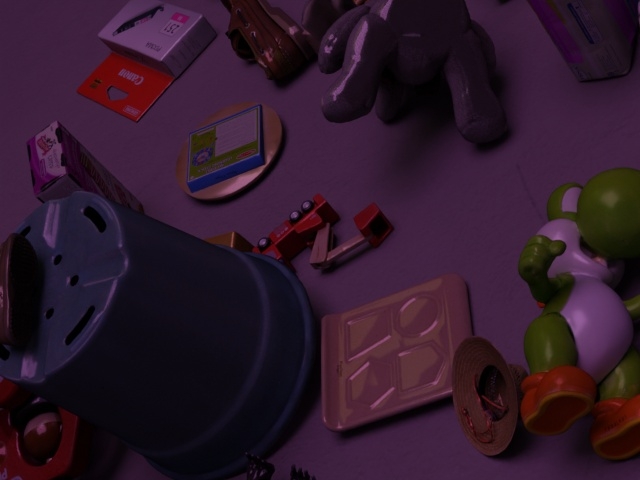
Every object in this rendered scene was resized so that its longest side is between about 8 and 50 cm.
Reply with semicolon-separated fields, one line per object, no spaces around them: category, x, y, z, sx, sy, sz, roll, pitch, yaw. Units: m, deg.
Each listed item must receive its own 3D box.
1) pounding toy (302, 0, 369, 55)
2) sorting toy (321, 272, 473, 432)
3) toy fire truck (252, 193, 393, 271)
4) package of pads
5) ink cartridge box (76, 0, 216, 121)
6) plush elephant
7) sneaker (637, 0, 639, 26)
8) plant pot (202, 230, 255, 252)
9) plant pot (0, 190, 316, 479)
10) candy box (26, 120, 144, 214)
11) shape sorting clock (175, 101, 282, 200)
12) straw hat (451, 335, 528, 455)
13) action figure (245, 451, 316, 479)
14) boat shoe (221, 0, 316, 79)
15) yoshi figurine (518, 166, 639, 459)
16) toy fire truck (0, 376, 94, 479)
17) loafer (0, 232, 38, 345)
pounding toy;0.059;-0.383;2.034;0.141;0.100;0.130;10;61;43
sorting toy;0.101;0.149;1.568;0.208;0.038;0.193;-18;44;18
toy fire truck;0.000;0.000;1.770;0.192;0.047;0.135;-40;41;1
package of pads;0.376;-0.411;1.692;0.101;0.229;0.296;-6;55;35
ink cartridge box;-0.367;-0.372;2.392;0.239;0.060;0.275;-49;40;-12
plush elephant;0.114;-0.293;1.817;0.272;0.255;0.330;0;83;-10
sneaker;0.522;-0.345;1.635;0.129;0.111;0.297;10;61;36
plant pot;-0.143;0.047;1.817;0.081;0.081;0.083;-15;54;27
plant pot;-0.240;0.115;1.578;0.341;0.334;0.341;-18;58;31
candy box;-0.380;-0.068;1.985;0.071;0.233;0.159;-33;41;8
shape sorting clock;-0.155;-0.151;2.036;0.206;0.040;0.206;-18;45;19
straw hat;0.216;0.178;1.418;0.061;0.144;0.144;-7;31;-26
action figure;-0.118;0.386;1.439;0.164;0.141;0.276;15;62;32
boat shoe;-0.126;-0.388;2.176;0.104;0.111;0.307;-41;39;-2
yoshi figurine;0.325;0.049;1.371;0.203;0.203;0.362;-9;46;18
toy fire truck;-0.436;0.299;1.756;0.302;0.169;0.254;-30;61;26
loafer;-0.378;0.060;1.447;0.050;0.056;0.148;-17;58;24
